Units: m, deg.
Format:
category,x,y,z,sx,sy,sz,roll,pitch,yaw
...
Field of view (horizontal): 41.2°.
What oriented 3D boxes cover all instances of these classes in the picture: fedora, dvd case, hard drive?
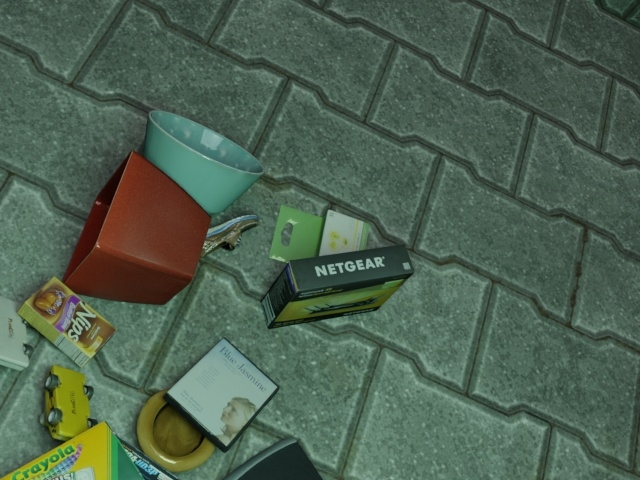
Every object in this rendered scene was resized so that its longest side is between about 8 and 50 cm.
category,x,y,z,sx,sy,sz,roll,pitch,yaw
fedora,-0.313,0.417,1.845,0.194,0.079,0.194,13,51,-17
dvd case,-0.215,0.339,1.903,0.180,0.022,0.253,41,33,3
hard drive,-0.106,0.541,1.821,0.255,0.054,0.172,-26,77,-43

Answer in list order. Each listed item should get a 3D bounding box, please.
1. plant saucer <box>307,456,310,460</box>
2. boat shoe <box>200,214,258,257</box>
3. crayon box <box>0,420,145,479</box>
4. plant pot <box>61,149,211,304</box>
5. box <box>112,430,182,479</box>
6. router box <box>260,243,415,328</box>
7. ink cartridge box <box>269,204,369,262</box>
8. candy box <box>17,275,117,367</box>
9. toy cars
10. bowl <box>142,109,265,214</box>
category,x,y,z,sx,sy,sz,roll,pitch,yaw
plant saucer,-0.076,0.523,1.915,0.119,0.021,0.119,9,61,-17
boat shoe,-0.231,-0.007,2.119,0.183,0.066,0.066,-23,78,-19
crayon box,-0.492,0.490,1.625,0.279,0.081,0.165,-28,57,-26
plant pot,-0.405,0.003,1.939,0.236,0.267,0.267,27,56,-20
box,-0.412,0.503,1.713,0.220,0.051,0.175,29,53,17
router box,0.037,0.113,2.048,0.309,0.243,0.081,-8,66,-24
ink cartridge box,0.000,0.000,2.207,0.235,0.056,0.171,19,59,-13
candy box,-0.553,0.178,1.866,0.187,0.053,0.109,42,36,-6
toy cars,-0.608,0.284,1.791,0.393,0.087,0.176,47,19,8
bowl,-0.309,-0.172,2.068,0.312,0.163,0.311,28,13,-7
